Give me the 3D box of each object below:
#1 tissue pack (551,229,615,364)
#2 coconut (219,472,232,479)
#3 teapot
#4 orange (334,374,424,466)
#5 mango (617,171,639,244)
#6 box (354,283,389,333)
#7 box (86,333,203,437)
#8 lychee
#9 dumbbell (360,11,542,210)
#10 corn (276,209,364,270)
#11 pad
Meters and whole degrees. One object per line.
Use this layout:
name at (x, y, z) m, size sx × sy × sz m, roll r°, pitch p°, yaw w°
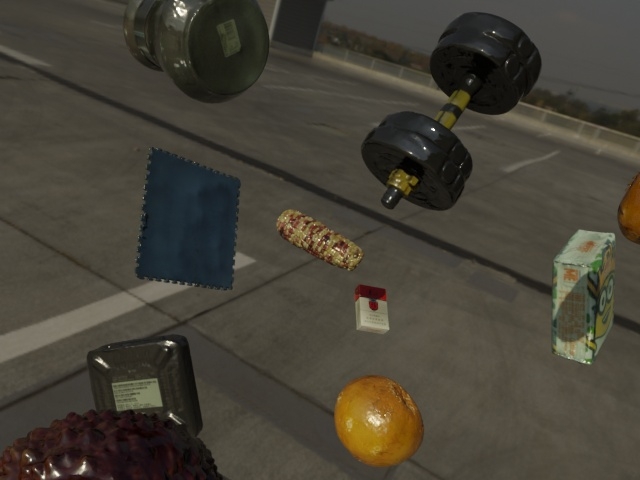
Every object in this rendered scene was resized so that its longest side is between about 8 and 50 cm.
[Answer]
tissue pack at (0.741, 0.153, 1.505) m, size 0.128 × 0.310 × 0.228 m, roll 10°, pitch 30°, yaw 39°
coconut at (-0.315, 0.783, 1.485) m, size 0.245 × 0.245 × 0.247 m, roll 21°, pitch 60°, yaw 12°
teapot at (-0.344, -0.563, 1.383) m, size 0.306 × 0.376 × 0.362 m, roll -37°, pitch 45°, yaw -29°
orange at (0.135, 0.424, 1.264) m, size 0.219 × 0.193 × 0.219 m, roll 50°, pitch -5°, yaw 6°
mango at (0.494, -0.069, 0.771) m, size 0.084 × 0.159 × 0.105 m, roll 19°, pitch 1°, yaw -16°
box at (0.167, 0.224, 1.750) m, size 0.100 × 0.048 × 0.152 m, roll 13°, pitch 55°, yaw -18°
box at (-0.469, 0.403, 1.421) m, size 0.290 × 0.288 × 0.073 m, roll -9°, pitch 1°, yaw 13°
lychee at (-0.284, 0.374, 0.713) m, size 0.330 × 0.305 × 0.306 m, roll 15°, pitch 16°, yaw 29°
dumbbell at (0.216, -0.210, 0.887) m, size 0.185 × 0.388 × 0.185 m, roll 33°, pitch -10°, yaw 7°
corn at (0.000, 0.000, 1.511) m, size 0.290 × 0.098 × 0.098 m, roll 27°, pitch 22°, yaw 27°
pad at (-0.267, -0.036, 1.125) m, size 0.012 × 0.269 × 0.269 m, roll -4°, pitch -14°, yaw 34°
